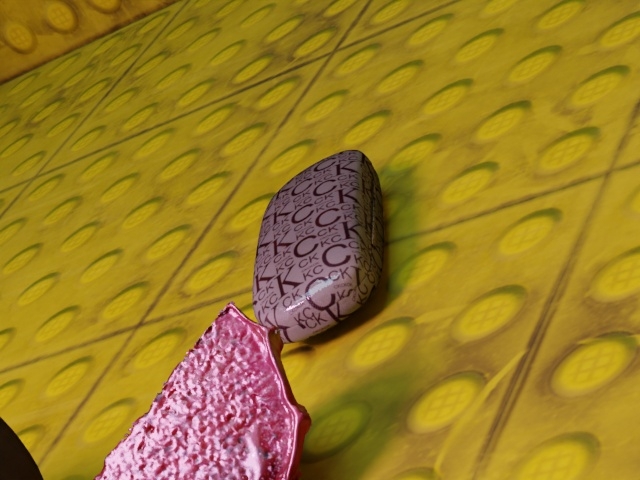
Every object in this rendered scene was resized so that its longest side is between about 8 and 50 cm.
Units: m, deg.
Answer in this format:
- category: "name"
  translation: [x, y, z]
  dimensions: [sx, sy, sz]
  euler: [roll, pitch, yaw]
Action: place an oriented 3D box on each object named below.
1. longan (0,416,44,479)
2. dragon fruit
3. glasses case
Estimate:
- category: "longan"
  translation: [-0.430, 0.288, 1.640]
  dimensions: [0.361, 0.361, 0.361]
  euler: [-30, 21, 13]
- category: "dragon fruit"
  translation: [-0.085, 0.211, 1.560]
  dimensions: [0.161, 0.126, 0.274]
  euler: [36, 88, 29]
- category: "glasses case"
  translation: [0.000, 0.000, 1.916]
  dimensions: [0.137, 0.085, 0.355]
  euler: [-28, 22, 14]
